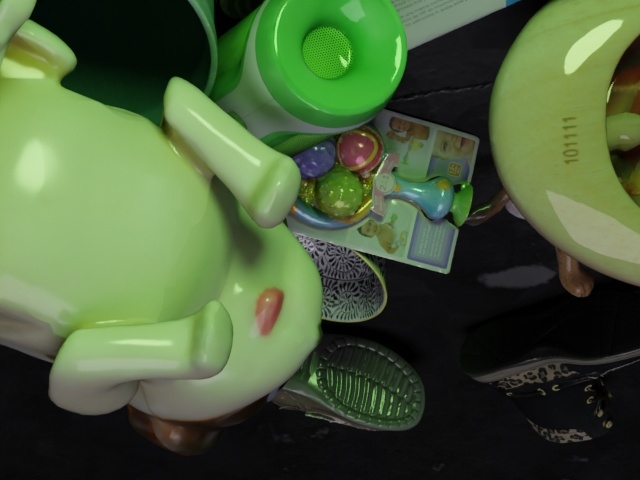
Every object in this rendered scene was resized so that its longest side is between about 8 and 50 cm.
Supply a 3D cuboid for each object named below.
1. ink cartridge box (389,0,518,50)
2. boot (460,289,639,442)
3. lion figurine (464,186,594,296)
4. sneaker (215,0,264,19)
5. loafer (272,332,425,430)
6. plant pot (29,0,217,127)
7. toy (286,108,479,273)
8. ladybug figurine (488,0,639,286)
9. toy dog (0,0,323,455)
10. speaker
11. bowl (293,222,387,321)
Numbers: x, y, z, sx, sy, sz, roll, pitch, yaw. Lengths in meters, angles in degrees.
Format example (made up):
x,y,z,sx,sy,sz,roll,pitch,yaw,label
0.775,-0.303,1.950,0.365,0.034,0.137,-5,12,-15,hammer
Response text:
x,y,z,sx,sy,sz,roll,pitch,yaw,label
0.068,-0.314,1.398,0.223,0.129,0.307,-21,136,29,ink cartridge box
0.292,0.140,1.988,0.236,0.085,0.178,-14,141,29,boot
0.346,-0.043,1.716,0.392,0.142,0.240,14,134,-7,lion figurine
-0.008,-0.205,1.582,0.170,0.074,0.063,-2,141,6,sneaker
-0.006,0.146,2.023,0.251,0.094,0.087,20,163,-7,loafer
-0.221,-0.226,1.467,0.293,0.196,0.293,2,147,1,plant pot
0.033,-0.064,1.706,0.237,0.136,0.056,15,173,-18,toy
0.351,-0.109,1.547,0.450,0.305,0.162,-4,-176,-8,ladybug figurine
-0.180,0.020,1.416,0.408,0.284,0.395,28,152,-32,toy dog
-0.033,-0.128,1.499,0.131,0.131,0.296,17,168,-17,speaker
0.000,0.000,1.816,0.170,0.080,0.170,19,151,11,bowl
